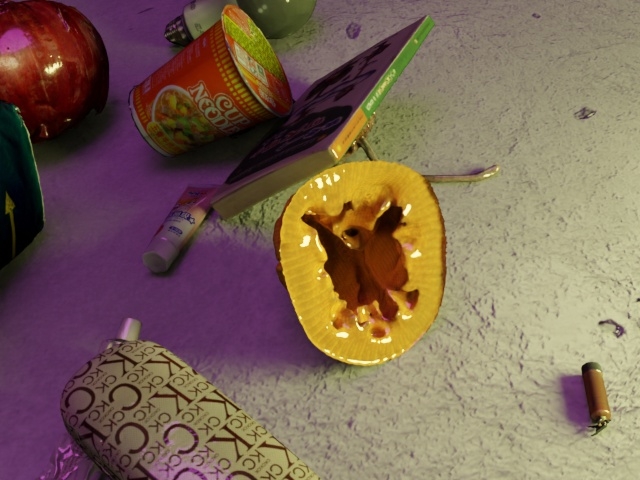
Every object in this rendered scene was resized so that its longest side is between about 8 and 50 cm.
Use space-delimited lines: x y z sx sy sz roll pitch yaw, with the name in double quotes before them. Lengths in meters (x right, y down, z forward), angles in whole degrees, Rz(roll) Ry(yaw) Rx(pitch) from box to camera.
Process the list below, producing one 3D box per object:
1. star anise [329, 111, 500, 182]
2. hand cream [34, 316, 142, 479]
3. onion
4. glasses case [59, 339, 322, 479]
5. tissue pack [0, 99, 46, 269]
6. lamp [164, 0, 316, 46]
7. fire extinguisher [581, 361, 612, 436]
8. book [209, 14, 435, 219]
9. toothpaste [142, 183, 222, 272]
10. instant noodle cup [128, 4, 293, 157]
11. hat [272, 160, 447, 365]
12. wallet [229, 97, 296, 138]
"star anise" 0.117 -0.121 1.207 0.227 0.218 0.148 47 22 1
"hand cream" -0.259 0.200 0.911 0.084 0.050 0.257 1 51 15
"onion" -0.498 -0.292 1.352 0.276 0.276 0.276 -6 42 5
"glasses case" -0.124 0.228 0.805 0.354 0.085 0.137 33 55 28
"tissue pack" -0.581 -0.016 1.006 0.264 0.253 0.416 5 31 13
"lamp" -0.157 -0.449 1.516 0.313 0.182 0.182 -24 43 0
"fire extinguisher" 0.293 0.170 0.848 0.028 0.022 0.083 -35 31 33
"book" 0.008 -0.191 1.186 0.260 0.043 0.371 -22 26 44
"toothpaste" -0.199 -0.028 1.157 0.067 0.043 0.194 1 38 18
"instant noodle cup" -0.182 -0.235 1.253 0.212 0.193 0.193 -25 38 21
"hat" 0.000 0.000 0.980 0.244 0.233 0.233 16 5 -31
"wallet" -0.149 -0.272 1.411 0.132 0.039 0.243 -23 45 -16
